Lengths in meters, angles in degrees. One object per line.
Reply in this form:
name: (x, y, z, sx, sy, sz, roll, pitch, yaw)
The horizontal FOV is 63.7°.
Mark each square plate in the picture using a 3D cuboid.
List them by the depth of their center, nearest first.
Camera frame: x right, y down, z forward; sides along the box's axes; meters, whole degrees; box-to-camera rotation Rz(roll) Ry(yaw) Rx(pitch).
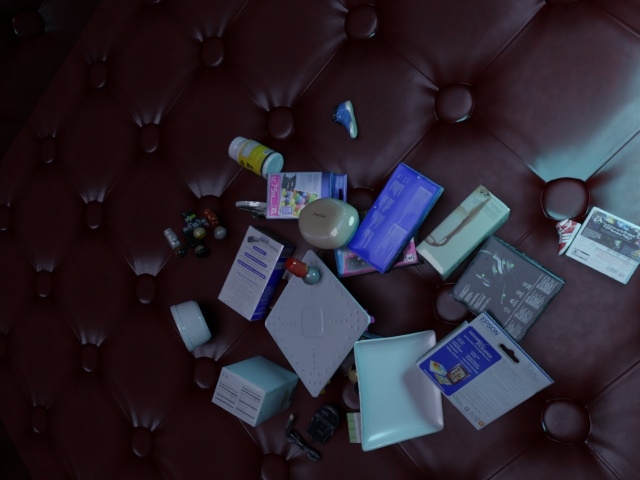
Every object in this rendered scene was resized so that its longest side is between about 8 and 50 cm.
square plate: (0.260, 0.493, 1.733, 0.049, 0.344, 0.347, -13, 81, 61)

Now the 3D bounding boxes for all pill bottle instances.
pill bottle: (-0.265, -0.339, 2.096, 0.208, 0.119, 0.119, 30, 101, 24)

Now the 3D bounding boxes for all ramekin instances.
ramekin: (-0.538, 0.351, 2.157, 0.109, 0.207, 0.207, -23, 76, -15)

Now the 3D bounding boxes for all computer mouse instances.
computer mouse: (-0.030, 0.704, 1.980, 0.184, 0.060, 0.262, 30, 112, 19)

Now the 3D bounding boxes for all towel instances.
towel: (0.174, 0.692, 1.904, 0.152, 0.023, 0.113, -9, 82, 27)

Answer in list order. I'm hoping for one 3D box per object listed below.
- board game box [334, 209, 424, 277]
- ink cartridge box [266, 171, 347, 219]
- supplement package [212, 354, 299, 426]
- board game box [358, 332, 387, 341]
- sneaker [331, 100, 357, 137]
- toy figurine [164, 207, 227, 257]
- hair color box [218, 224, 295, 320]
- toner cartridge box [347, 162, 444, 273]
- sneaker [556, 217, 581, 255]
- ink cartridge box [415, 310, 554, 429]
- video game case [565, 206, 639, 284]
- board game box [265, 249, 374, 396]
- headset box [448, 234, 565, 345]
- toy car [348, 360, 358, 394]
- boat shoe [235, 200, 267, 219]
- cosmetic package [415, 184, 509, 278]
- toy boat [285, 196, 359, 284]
board game box: (0.202, 0.003, 1.875, 0.303, 0.097, 0.224, -13, 81, 25)
ink cartridge box: (-0.055, -0.171, 1.993, 0.311, 0.065, 0.186, 1, 86, 12)
supplement package: (-0.242, 0.566, 1.970, 0.204, 0.262, 0.145, 21, 98, 24)
board game box: (0.197, 0.423, 1.880, 0.194, 0.060, 0.194, 29, 102, 26)
sneaker: (0.087, -0.453, 1.965, 0.084, 0.058, 0.152, -14, 78, 19)
toy figurine: (-0.523, -0.022, 2.158, 0.213, 0.209, 0.148, -39, 79, 20)
hair color box: (-0.259, 0.130, 2.082, 0.185, 0.110, 0.339, 30, 102, 25)
toner cartridge box: (0.254, -0.074, 1.762, 0.165, 0.075, 0.348, 37, 103, 20)
sneaker: (0.767, -0.013, 1.636, 0.067, 0.042, 0.118, 31, 93, 19)
ink cartridge box: (0.521, 0.417, 1.663, 0.303, 0.072, 0.307, 47, 113, 4)
video game case: (0.891, 0.014, 1.588, 0.190, 0.022, 0.173, 31, 101, 24)
board game box: (-0.016, 0.301, 1.905, 0.390, 0.050, 0.390, 49, 117, 37)
headset box: (0.591, 0.149, 1.664, 0.283, 0.131, 0.246, 36, 103, 22)
toy car: (0.155, 0.450, 1.758, 0.149, 0.188, 0.155, -12, 84, 29)
boat shoe: (-0.254, -0.121, 2.105, 0.219, 0.078, 0.070, 7, 90, 24)
cosmetic package: (0.464, -0.022, 1.689, 0.296, 0.153, 0.129, -45, 71, 2)
toy boat: (0.000, 0.000, 1.832, 0.267, 0.148, 0.318, 25, 83, 49)
